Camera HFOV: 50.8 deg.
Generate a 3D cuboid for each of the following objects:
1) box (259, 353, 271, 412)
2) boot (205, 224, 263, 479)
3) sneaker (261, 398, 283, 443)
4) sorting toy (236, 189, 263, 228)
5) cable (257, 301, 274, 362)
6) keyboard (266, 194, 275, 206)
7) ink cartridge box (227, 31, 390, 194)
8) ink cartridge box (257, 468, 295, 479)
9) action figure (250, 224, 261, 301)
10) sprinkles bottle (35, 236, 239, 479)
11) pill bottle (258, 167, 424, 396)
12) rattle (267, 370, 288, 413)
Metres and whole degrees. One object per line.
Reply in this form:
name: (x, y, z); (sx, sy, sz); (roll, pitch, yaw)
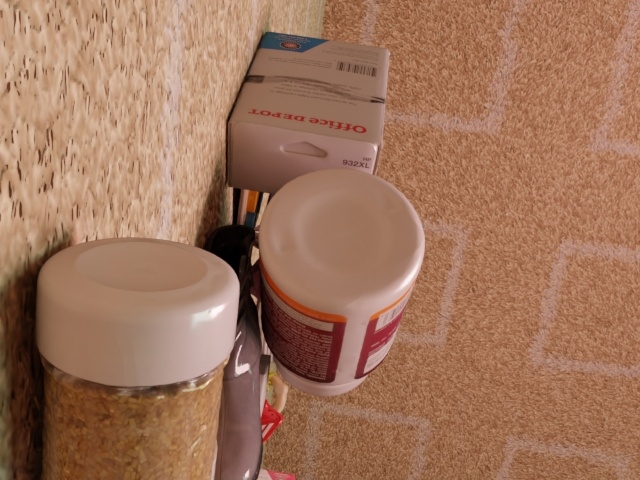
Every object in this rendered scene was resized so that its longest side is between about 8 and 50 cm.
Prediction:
box: (-0.142, 0.247, 1.140); (0.087, 0.102, 0.101); (-86, -175, -77)
boot: (-0.136, 0.150, 0.907); (0.338, 0.118, 0.222); (-99, -171, -48)
sneaker: (-0.137, 0.337, 1.461); (0.087, 0.128, 0.221); (93, 6, -80)
sorting toy: (-0.120, -0.092, 1.221); (0.193, 0.038, 0.208); (-80, 178, -47)
cable: (-0.130, 0.217, 1.897); (0.257, 0.089, 0.256); (-77, 175, -76)
keyboard: (-0.122, -0.078, 1.729); (0.180, 0.023, 0.108); (-79, 178, -46)
ink cartridge box: (-0.011, -0.205, 1.101); (0.307, 0.223, 0.129); (-80, 179, -48)
ink cartridge box: (-0.172, 0.766, 1.916); (0.237, 0.172, 0.100); (-78, 176, -70)
action figure: (0.000, 0.000, 1.246); (0.370, 0.276, 0.248); (-48, -162, 50)
sprinkles bottle: (-0.133, 0.180, 0.471); (0.121, 0.121, 0.355); (-78, 177, -71)
pill bottle: (0.018, 0.088, 1.044); (0.392, 0.224, 0.223); (97, 2, -58)
rattle: (-0.180, 0.441, 1.761); (0.199, 0.130, 0.143); (-55, 170, 6)
